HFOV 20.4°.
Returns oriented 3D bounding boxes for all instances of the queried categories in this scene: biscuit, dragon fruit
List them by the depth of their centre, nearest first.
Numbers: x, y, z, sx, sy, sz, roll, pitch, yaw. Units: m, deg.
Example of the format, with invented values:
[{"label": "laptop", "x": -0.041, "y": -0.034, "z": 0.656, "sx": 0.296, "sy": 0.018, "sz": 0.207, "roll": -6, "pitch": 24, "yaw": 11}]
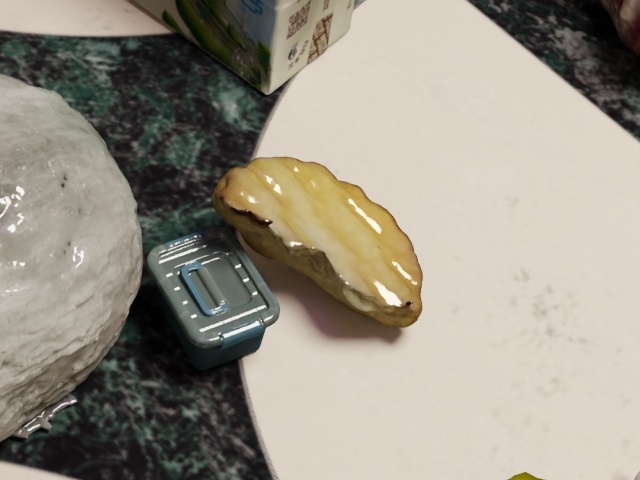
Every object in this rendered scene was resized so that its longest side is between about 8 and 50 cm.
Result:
[{"label": "dragon fruit", "x": -0.249, "y": -0.029, "z": 1.266, "sx": 0.221, "sy": 0.204, "sz": 0.283, "roll": -33, "pitch": 65, "yaw": -30}, {"label": "biscuit", "x": 0.000, "y": 0.000, "z": 1.360, "sx": 0.183, "sy": 0.061, "sz": 0.118, "roll": 32, "pitch": 37, "yaw": -8}]

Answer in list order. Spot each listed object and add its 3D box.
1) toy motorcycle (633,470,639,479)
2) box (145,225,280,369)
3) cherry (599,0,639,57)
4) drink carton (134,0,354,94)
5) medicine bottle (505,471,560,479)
[{"label": "toy motorcycle", "x": 0.321, "y": 0.231, "z": 1.214, "sx": 0.112, "sy": 0.112, "sz": 0.254, "roll": -34, "pitch": 62, "yaw": -30}, {"label": "box", "x": -0.083, "y": 0.047, "z": 1.328, "sx": 0.074, "sy": 0.054, "sz": 0.099, "roll": -18, "pitch": 57, "yaw": -25}, {"label": "cherry", "x": 0.344, "y": -0.264, "z": 1.539, "sx": 0.296, "sy": 0.218, "sz": 0.255, "roll": 2, "pitch": 52, "yaw": -22}, {"label": "drink carton", "x": -0.119, "y": -0.300, "z": 1.502, "sx": 0.324, "sy": 0.194, "sz": 0.132, "roll": 37, "pitch": 58, "yaw": 18}, {"label": "medicine bottle", "x": 0.113, "y": 0.237, "z": 1.096, "sx": 0.124, "sy": 0.239, "sz": 0.124, "roll": 5, "pitch": 54, "yaw": -8}]
